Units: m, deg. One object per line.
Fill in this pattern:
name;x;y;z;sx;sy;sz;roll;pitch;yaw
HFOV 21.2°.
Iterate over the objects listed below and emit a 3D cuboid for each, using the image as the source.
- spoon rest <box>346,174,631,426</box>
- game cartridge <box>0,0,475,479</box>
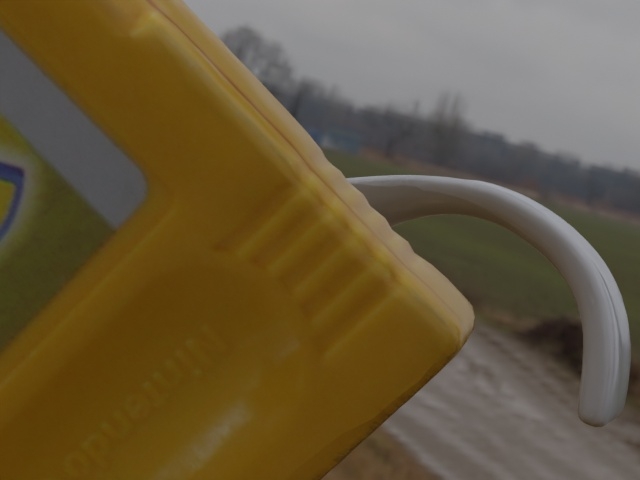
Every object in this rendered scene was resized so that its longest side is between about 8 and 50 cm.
spoon rest;0.000;0.000;0.719;0.276;0.084;0.137;16;3;15
game cartridge;-0.160;0.005;0.552;0.323;0.285;0.053;46;17;3
